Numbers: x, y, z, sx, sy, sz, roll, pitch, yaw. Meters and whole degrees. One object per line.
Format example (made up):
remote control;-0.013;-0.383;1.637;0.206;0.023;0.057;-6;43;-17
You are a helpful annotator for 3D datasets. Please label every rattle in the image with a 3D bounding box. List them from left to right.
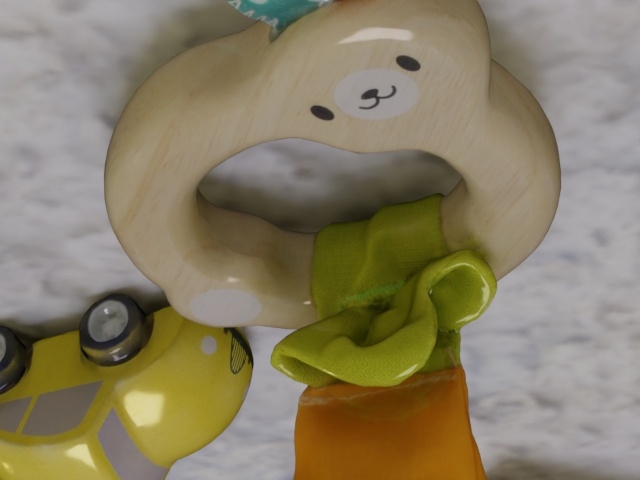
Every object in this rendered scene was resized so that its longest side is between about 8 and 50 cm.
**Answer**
rattle;0.000;0.000;0.480;0.130;0.143;0.200;16;150;4

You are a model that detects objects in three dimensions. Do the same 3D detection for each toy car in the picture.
toy car;-0.166;0.074;0.628;0.225;0.053;0.239;21;137;-31
